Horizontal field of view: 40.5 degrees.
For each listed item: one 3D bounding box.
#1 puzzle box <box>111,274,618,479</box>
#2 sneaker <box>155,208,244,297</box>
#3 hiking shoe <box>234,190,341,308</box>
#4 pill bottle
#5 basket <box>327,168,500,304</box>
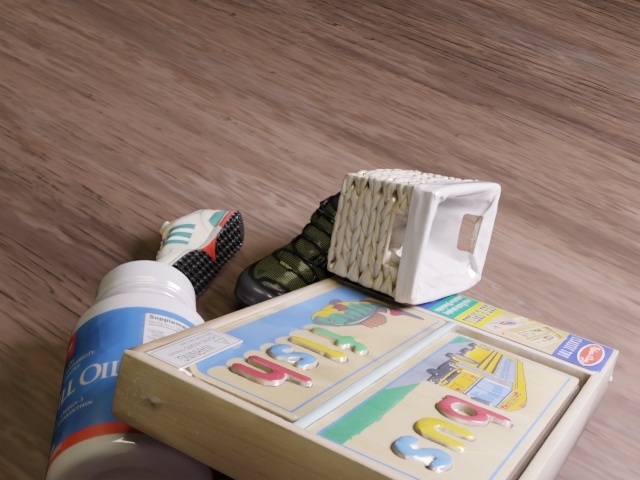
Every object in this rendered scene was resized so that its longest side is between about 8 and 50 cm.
[{"bbox_3d":[0.070,0.111,0.698,0.272,0.052,0.409,20,16,23],"label":"puzzle box"},{"bbox_3d":[-0.149,0.015,0.924,0.075,0.057,0.161,9,35,26],"label":"sneaker"},{"bbox_3d":[0.000,0.000,0.918,0.086,0.114,0.227,34,42,30],"label":"hiking shoe"},{"bbox_3d":[-0.151,0.121,0.717,0.124,0.124,0.221,3,37,-10],"label":"pill bottle"},{"bbox_3d":[0.093,-0.012,0.858,0.103,0.113,0.167,18,14,29],"label":"basket"}]
